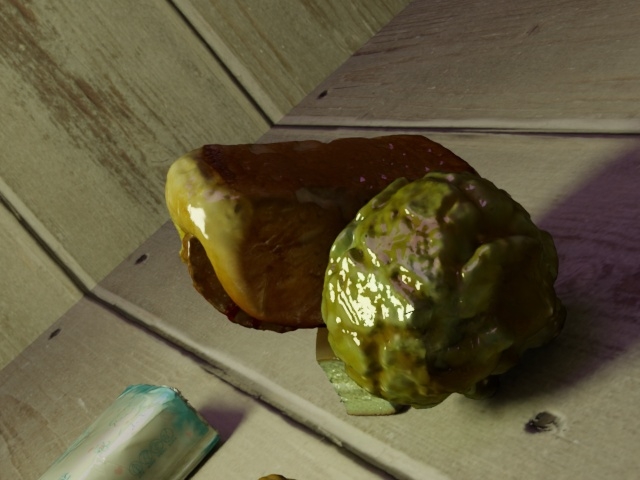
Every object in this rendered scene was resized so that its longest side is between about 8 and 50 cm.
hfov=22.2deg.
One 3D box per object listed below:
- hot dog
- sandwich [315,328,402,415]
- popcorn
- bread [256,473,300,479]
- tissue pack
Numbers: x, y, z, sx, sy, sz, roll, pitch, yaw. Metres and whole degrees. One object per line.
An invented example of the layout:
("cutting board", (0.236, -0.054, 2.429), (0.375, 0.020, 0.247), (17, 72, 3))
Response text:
("hot dog", (0.001, 0.000, 1.971), (0.405, 0.223, 0.185), (-4, 31, -30))
("sandwich", (0.052, 0.144, 2.053), (0.096, 0.094, 0.258), (-31, 15, 13))
("popcorn", (0.129, 0.061, 1.797), (0.282, 0.282, 0.247), (-38, 58, 5))
("bread", (-0.066, 0.341, 1.694), (0.244, 0.134, 0.244), (-40, 14, 12))
("tissue pack", (-0.293, 0.329, 2.293), (0.271, 0.124, 0.201), (-47, 13, -21))
